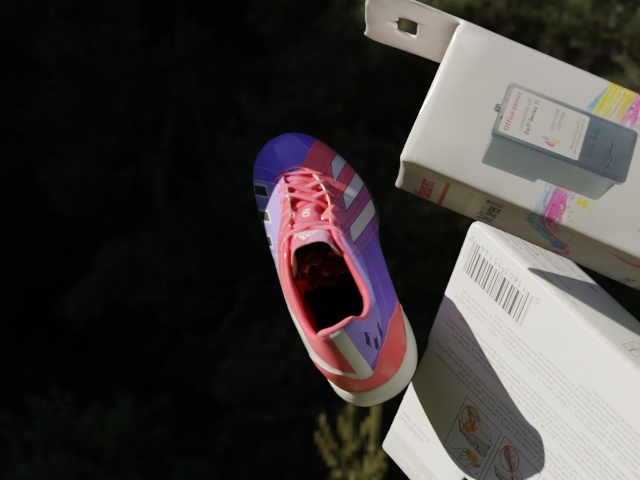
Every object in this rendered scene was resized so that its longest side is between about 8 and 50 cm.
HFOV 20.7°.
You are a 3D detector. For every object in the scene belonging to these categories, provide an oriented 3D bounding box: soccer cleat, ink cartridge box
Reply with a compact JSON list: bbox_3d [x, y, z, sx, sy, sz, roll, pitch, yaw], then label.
[{"bbox_3d":[0.000,0.000,1.585,0.108,0.116,0.318,-26,50,8],"label":"soccer cleat"},{"bbox_3d":[0.175,-0.062,1.356,0.353,0.119,0.207,24,-3,4],"label":"ink cartridge box"},{"bbox_3d":[0.197,0.167,1.506,0.066,0.261,0.296,-7,40,-37],"label":"ink cartridge box"}]
